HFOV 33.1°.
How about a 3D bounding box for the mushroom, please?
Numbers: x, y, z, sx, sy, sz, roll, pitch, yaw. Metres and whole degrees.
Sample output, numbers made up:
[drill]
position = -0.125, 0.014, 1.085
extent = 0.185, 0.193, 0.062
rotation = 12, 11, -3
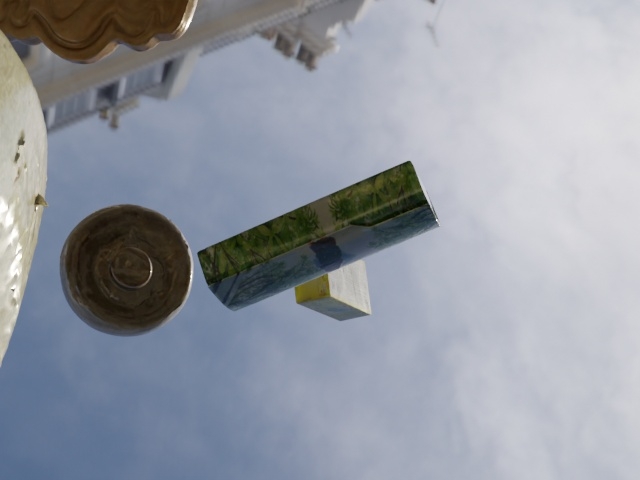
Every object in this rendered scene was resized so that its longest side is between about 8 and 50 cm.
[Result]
[mushroom]
position = -0.290, 0.043, 1.631
extent = 0.207, 0.215, 0.207
rotation = 1, -96, -15

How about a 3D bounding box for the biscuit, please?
[biscuit]
position = -0.227, -0.236, 1.013
extent = 0.236, 0.040, 0.144
rotation = 13, -98, 21

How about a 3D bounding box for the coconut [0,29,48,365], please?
[coconut]
position = -0.340, -0.016, 0.652
extent = 0.346, 0.346, 0.360
rotation = 11, -152, -10

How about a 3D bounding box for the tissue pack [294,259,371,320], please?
[tissue pack]
position = 0.018, 0.067, 1.729
extent = 0.062, 0.176, 0.095
rotation = -14, -108, 20

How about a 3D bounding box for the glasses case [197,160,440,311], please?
[glasses case]
position = 0.000, 0.000, 1.264
extent = 0.272, 0.095, 0.062
rotation = -24, -114, 9
